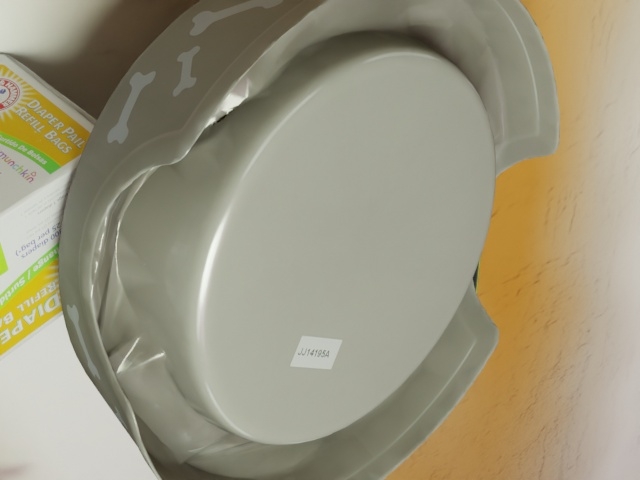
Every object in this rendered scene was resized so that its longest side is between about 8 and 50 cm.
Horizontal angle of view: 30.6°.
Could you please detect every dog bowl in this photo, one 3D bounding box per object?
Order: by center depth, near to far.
[{"bbox_3d":[-0.002,-0.004,0.703,0.349,0.102,0.348,-25,129,-36],"label":"dog bowl"}]

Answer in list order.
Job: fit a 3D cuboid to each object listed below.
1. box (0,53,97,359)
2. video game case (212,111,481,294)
[{"bbox_3d":[-0.216,0.006,0.651,0.203,0.103,0.114,-39,151,-28],"label":"box"},{"bbox_3d":[0.000,0.000,0.839,0.275,0.035,0.248,-10,117,-27],"label":"video game case"}]
